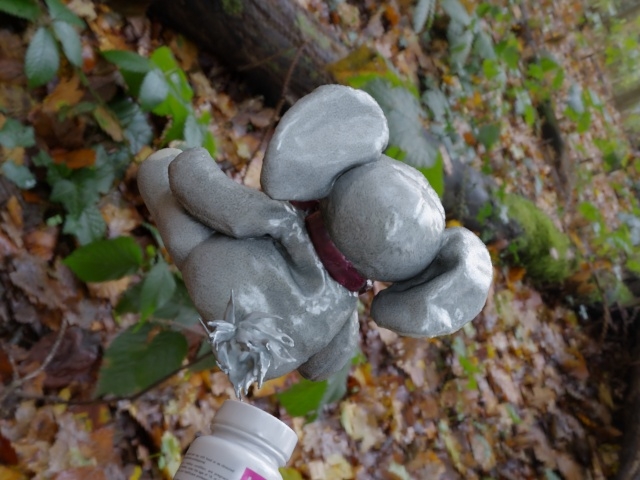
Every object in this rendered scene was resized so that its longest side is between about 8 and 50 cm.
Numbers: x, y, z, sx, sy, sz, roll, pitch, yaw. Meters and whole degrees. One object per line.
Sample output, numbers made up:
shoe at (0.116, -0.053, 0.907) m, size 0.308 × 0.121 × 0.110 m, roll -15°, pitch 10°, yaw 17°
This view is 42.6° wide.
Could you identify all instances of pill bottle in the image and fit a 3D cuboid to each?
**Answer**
pill bottle at (-0.155, 0.398, 1.248) m, size 0.160 × 0.160 × 0.283 m, roll 50°, pitch 57°, yaw -39°

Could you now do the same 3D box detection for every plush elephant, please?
plush elephant at (0.000, 0.000, 0.777) m, size 0.272 × 0.255 × 0.330 m, roll 60°, pitch -4°, yaw -19°
